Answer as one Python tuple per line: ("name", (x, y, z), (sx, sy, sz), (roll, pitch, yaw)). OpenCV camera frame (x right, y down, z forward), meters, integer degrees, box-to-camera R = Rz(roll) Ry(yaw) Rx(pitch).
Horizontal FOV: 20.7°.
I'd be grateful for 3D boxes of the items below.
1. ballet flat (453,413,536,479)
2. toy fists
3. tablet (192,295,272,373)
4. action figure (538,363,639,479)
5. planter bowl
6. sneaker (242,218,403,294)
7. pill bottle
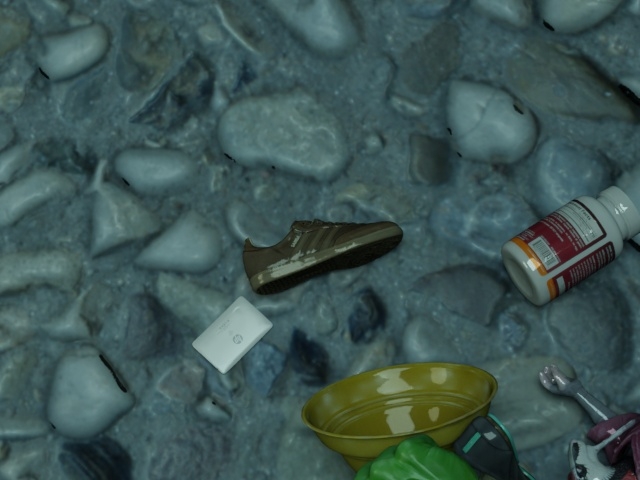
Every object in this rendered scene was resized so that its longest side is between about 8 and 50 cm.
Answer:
("ballet flat", (0.189, 0.252, 1.874), (0.074, 0.203, 0.074), (-12, 56, 17))
("toy fists", (0.075, 0.317, 1.828), (0.142, 0.279, 0.096), (23, 34, -3))
("tablet", (-0.102, 0.109, 2.028), (0.054, 0.006, 0.083), (42, 76, 15))
("action figure", (0.413, 0.212, 1.912), (0.370, 0.248, 0.276), (-35, 99, -12))
("planter bowl", (0.092, 0.212, 1.917), (0.217, 0.217, 0.090), (-10, 105, -3))
("sneaker", (0.000, 0.000, 2.035), (0.188, 0.066, 0.071), (-18, 69, -6))
("pill bottle", (0.291, 0.003, 2.018), (0.152, 0.086, 0.086), (-31, 72, -10))
